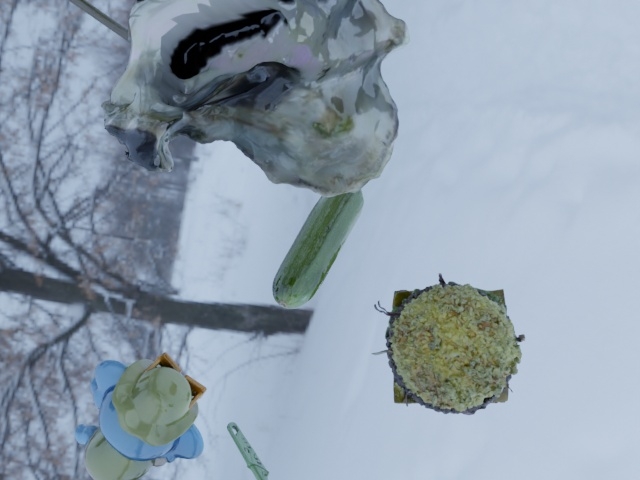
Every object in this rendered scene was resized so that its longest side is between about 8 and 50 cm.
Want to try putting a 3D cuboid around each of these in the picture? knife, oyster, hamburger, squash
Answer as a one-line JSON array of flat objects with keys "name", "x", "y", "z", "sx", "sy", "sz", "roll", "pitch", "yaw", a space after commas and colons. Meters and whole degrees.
[{"name": "knife", "x": -0.075, "y": 0.298, "z": 1.083, "sx": 0.014, "sy": 0.030, "sz": 0.207, "roll": -56, "pitch": 41, "yaw": 11}, {"name": "oyster", "x": -0.075, "y": -0.150, "z": 0.731, "sx": 0.351, "sy": 0.115, "sz": 0.237, "roll": -2, "pitch": 68, "yaw": 42}, {"name": "hamburger", "x": 0.218, "y": 0.178, "z": 1.463, "sx": 0.138, "sy": 0.262, "sz": 0.243, "roll": 50, "pitch": -144, "yaw": -74}, {"name": "squash", "x": 0.000, "y": 0.000, "z": 1.239, "sx": 0.238, "sy": 0.069, "sz": 0.069, "roll": -61, "pitch": -1, "yaw": -28}]

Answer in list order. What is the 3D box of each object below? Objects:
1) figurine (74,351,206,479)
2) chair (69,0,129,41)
[{"name": "figurine", "x": -0.294, "y": 0.276, "z": 1.315, "sx": 0.262, "sy": 0.154, "sz": 0.180, "roll": -29, "pitch": 74, "yaw": 33}, {"name": "chair", "x": -0.205, "y": -0.254, "z": 0.858, "sx": 0.095, "sy": 0.221, "sz": 0.104, "roll": -37, "pitch": 48, "yaw": 16}]
